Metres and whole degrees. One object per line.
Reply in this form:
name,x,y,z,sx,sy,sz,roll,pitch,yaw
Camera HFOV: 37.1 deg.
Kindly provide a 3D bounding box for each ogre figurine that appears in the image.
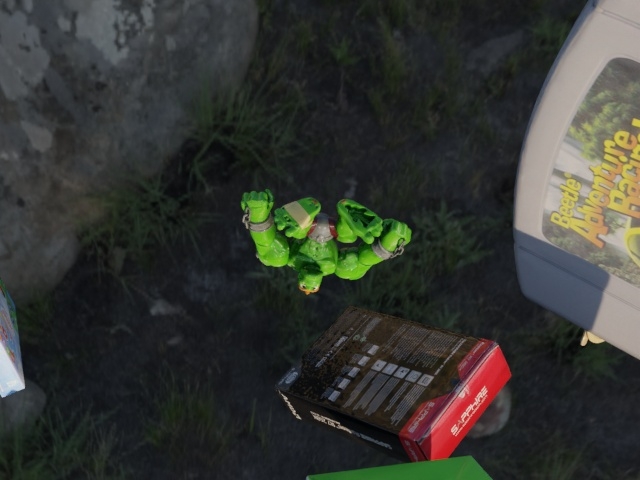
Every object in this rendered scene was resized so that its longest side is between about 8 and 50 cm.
ogre figurine,0.000,0.000,1.157,0.197,0.118,0.097,-6,57,-17

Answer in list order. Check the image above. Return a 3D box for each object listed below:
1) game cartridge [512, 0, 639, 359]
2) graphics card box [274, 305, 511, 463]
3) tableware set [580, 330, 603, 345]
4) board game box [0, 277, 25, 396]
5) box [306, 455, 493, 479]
game cartridge,0.185,-0.019,0.414,0.196,0.294,0.060,32,64,19
graphics card box,0.117,0.246,1.660,0.371,0.094,0.233,10,48,48
tableware set,0.386,0.064,1.170,0.168,0.141,0.020,-10,30,-26
board game box,-0.465,0.093,1.328,0.039,0.160,0.211,-20,35,-9
box,0.110,0.444,1.329,0.262,0.231,0.127,-3,22,-20
